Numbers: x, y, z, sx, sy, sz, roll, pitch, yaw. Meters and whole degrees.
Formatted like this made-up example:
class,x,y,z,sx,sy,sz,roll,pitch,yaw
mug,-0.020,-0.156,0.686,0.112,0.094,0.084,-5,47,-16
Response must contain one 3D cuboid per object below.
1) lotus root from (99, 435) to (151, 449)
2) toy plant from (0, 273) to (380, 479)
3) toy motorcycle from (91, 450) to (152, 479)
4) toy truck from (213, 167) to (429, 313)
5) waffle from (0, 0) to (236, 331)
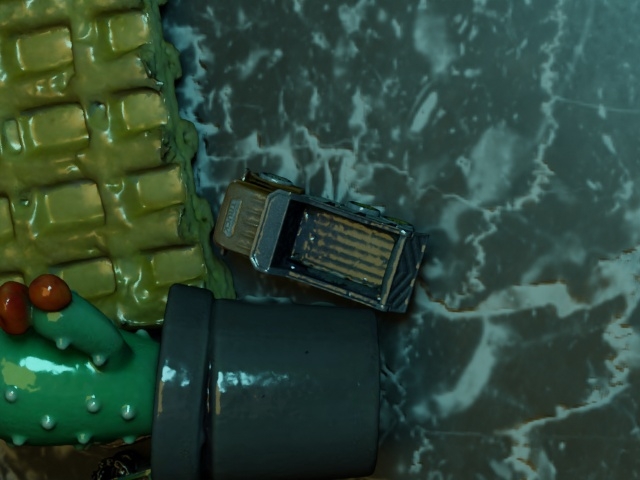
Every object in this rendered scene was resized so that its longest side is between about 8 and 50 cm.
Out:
class,x,y,z,sx,sy,sz,roll,pitch,yaw
lotus root,-0.172,0.172,1.798,0.083,0.030,0.037,-24,83,15
toy plant,-0.151,0.129,1.660,0.400,0.279,0.185,2,87,-2
toy motorcycle,-0.143,0.234,1.778,0.173,0.058,0.100,-18,89,15
toy truck,0.000,0.000,1.705,0.192,0.092,0.083,19,99,16
waffle,-0.258,-0.072,1.776,0.304,0.077,0.348,-8,96,19
